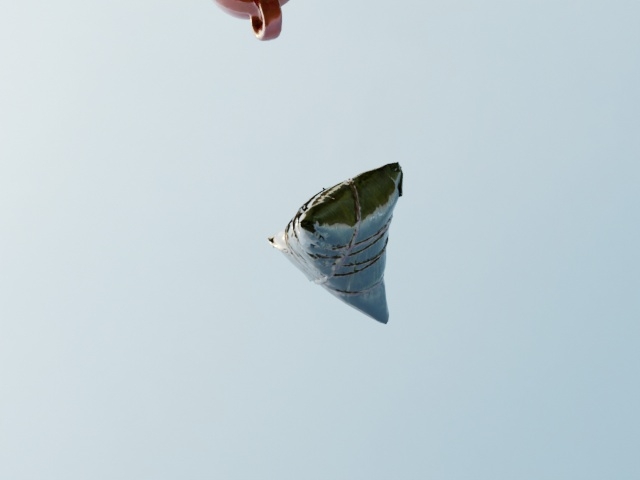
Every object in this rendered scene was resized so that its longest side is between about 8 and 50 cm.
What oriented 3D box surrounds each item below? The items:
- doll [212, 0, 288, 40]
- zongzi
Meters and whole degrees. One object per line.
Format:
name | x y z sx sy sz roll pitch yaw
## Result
doll | -0.095 -0.327 1.195 0.160 0.183 0.363 -10 -120 -19
zongzi | 0.000 0.000 0.653 0.073 0.083 0.067 23 -133 31
